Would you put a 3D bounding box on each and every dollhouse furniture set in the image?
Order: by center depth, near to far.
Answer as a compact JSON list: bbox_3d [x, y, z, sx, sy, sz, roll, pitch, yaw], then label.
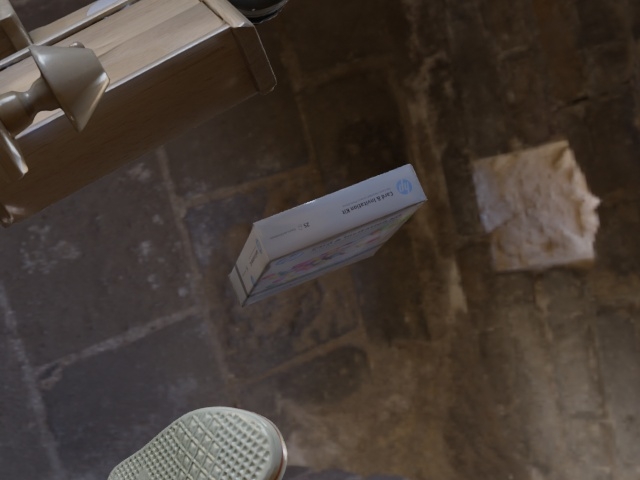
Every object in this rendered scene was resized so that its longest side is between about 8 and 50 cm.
[{"bbox_3d":[-0.179,-0.208,0.499,0.174,0.303,0.355,-29,129,-9],"label":"dollhouse furniture set"}]

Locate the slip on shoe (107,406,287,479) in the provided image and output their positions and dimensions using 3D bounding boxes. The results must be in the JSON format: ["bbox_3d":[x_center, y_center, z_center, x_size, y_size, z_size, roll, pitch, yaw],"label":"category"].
[{"bbox_3d":[-0.128,0.262,1.094,0.101,0.331,0.123,14,59,-32],"label":"slip on shoe"}]

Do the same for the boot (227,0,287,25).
[{"bbox_3d":[-0.087,-0.221,0.754,0.085,0.178,0.236,-21,69,-16],"label":"boot"}]

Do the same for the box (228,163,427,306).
[{"bbox_3d":[0.000,0.000,0.885,0.145,0.186,0.038,-21,79,-17],"label":"box"}]
